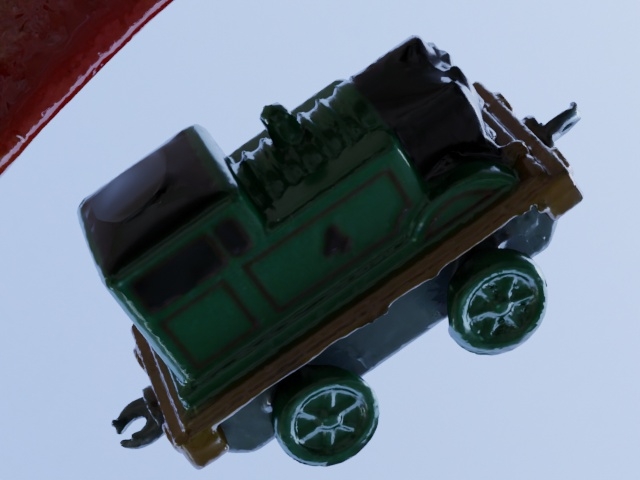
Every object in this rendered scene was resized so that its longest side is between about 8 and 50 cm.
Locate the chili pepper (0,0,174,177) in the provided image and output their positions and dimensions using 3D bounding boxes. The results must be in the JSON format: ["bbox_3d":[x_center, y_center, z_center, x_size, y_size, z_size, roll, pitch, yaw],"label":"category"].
[{"bbox_3d":[-0.064,-0.092,0.480,0.272,0.063,0.071,-44,-120,-2],"label":"chili pepper"}]

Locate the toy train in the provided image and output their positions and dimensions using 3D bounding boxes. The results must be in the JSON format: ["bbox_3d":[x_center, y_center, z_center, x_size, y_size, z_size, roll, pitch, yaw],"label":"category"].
[{"bbox_3d":[0.000,0.000,0.586,0.227,0.136,0.091,-36,-146,3],"label":"toy train"}]
